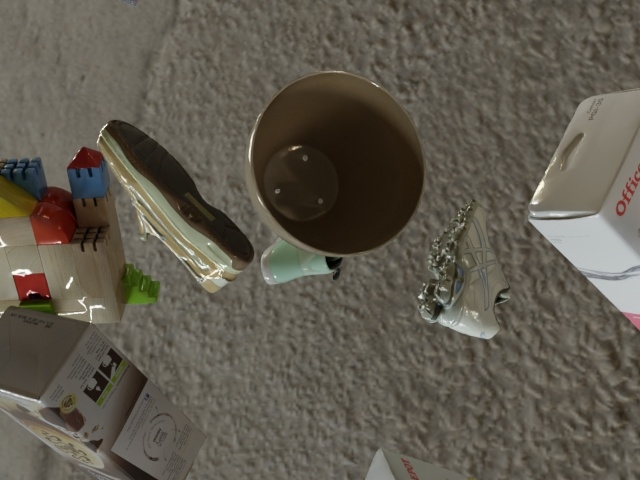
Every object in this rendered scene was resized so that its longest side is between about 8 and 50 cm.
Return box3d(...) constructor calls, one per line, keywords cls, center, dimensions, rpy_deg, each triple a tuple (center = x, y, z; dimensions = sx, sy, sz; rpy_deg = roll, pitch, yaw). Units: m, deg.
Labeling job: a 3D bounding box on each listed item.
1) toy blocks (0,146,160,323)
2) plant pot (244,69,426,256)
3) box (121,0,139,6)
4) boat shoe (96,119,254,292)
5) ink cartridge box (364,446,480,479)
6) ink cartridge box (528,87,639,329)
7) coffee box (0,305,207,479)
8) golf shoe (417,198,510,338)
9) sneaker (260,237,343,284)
box3d(cls="toy blocks", center=(-0.453, -0.004, 1.255), dimensions=(0.190, 0.382, 0.260), rpy_deg=(-93, -1, -59))
box3d(cls="plant pot", center=(-0.001, -0.105, 1.347), dimensions=(0.191, 0.284, 0.284), rpy_deg=(161, 115, -68))
box3d(cls="box", center=(-0.307, -0.523, 1.320), dimensions=(0.163, 0.142, 0.247), rpy_deg=(47, 110, 21))
box3d(cls="boat shoe", center=(-0.152, -0.028, 0.801), dimensions=(0.072, 0.068, 0.190), rpy_deg=(-43, 86, 24))
box3d(cls="ink cartridge box", center=(0.121, 0.243, 0.661), dimensions=(0.127, 0.175, 0.072), rpy_deg=(-123, 55, -76))
box3d(cls="ink cartridge box", center=(0.429, -0.030, 1.102), dimensions=(0.117, 0.283, 0.207), rpy_deg=(0, 55, 57))
box3d(cls="coffee box", center=(-0.309, 0.228, 1.139), dimensions=(0.168, 0.297, 0.118), rpy_deg=(6, 54, 35))
box3d(cls="golf shoe", center=(0.156, 0.032, 0.867), dimensions=(0.069, 0.086, 0.176), rpy_deg=(-52, 11, 44))
box3d(cls="sneaker", center=(0.000, 0.001, 1.598), dimensions=(0.151, 0.256, 0.094), rpy_deg=(-7, 116, 22))
